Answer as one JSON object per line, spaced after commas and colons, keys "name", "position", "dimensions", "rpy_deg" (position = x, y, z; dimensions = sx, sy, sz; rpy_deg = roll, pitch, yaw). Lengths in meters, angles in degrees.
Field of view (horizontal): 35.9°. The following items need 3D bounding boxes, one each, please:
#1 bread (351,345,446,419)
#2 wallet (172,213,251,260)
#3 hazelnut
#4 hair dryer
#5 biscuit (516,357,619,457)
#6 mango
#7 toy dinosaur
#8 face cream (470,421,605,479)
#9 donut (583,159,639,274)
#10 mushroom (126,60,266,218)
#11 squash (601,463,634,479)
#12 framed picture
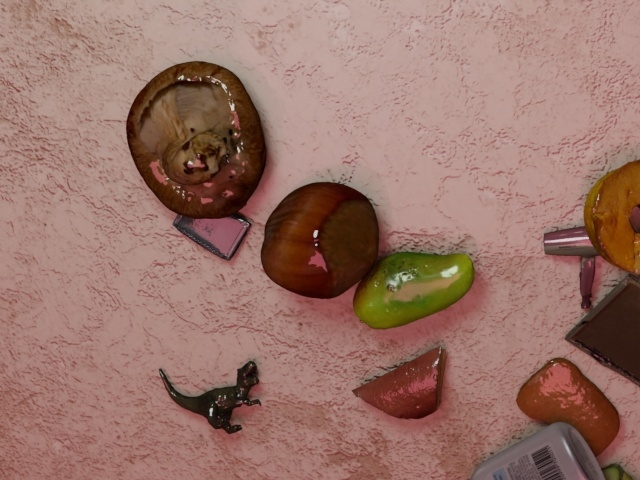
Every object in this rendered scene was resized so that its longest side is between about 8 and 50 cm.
{"name": "bread", "position": [0.170, 0.280, 1.830], "dimensions": [0.192, 0.067, 0.119], "rpy_deg": [-31, 98, 19]}
{"name": "wallet", "position": [-0.202, -0.028, 1.836], "dimensions": [0.129, 0.026, 0.088], "rpy_deg": [32, 99, 3]}
{"name": "hazelnut", "position": [0.003, 0.004, 1.734], "dimensions": [0.186, 0.210, 0.210], "rpy_deg": [25, 112, -21]}
{"name": "hair dryer", "position": [0.450, 0.051, 1.712], "dimensions": [0.106, 0.054, 0.154], "rpy_deg": [-9, 109, 19]}
{"name": "biscuit", "position": [0.437, 0.328, 1.806], "dimensions": [0.192, 0.036, 0.186], "rpy_deg": [46, 112, -3]}
{"name": "mango", "position": [0.163, 0.078, 1.747], "dimensions": [0.233, 0.111, 0.125], "rpy_deg": [-26, 106, 20]}
{"name": "toy dinosaur", "position": [-0.200, 0.283, 1.940], "dimensions": [0.187, 0.087, 0.179], "rpy_deg": [-37, 59, 5]}
{"name": "face cream", "position": [0.357, 0.470, 1.814], "dimensions": [0.336, 0.080, 0.163], "rpy_deg": [-40, 66, 33]}
{"name": "donut", "position": [0.516, -0.037, 1.631], "dimensions": [0.174, 0.074, 0.190], "rpy_deg": [-46, 102, -11]}
{"name": "mushroom", "position": [-0.228, -0.177, 1.714], "dimensions": [0.267, 0.254, 0.267], "rpy_deg": [-5, 78, 22]}
{"name": "squash", "position": [0.561, 0.505, 1.795], "dimensions": [0.186, 0.123, 0.123], "rpy_deg": [42, 111, -7]}
{"name": "framed picture", "position": [0.588, 0.189, 1.692], "dimensions": [0.281, 0.019, 0.209], "rpy_deg": [33, 136, 0]}
